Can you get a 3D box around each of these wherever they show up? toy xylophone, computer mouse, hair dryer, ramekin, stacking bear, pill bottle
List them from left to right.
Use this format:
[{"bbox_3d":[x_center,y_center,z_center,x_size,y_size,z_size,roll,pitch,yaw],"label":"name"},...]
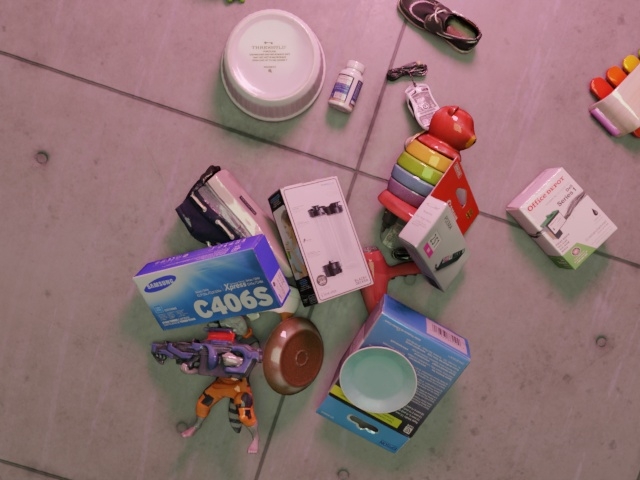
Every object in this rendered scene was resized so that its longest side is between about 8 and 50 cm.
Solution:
[{"bbox_3d":[-0.118,-0.438,1.452,0.272,0.127,0.273,0,93,-3],"label":"ramekin"},{"bbox_3d":[0.070,-0.391,1.493,0.067,0.067,0.120,22,91,-3],"label":"pill bottle"},{"bbox_3d":[0.198,0.077,1.512,0.223,0.080,0.294,32,92,-5],"label":"hair dryer"},{"bbox_3d":[0.250,-0.364,1.508,0.105,0.042,0.193,-19,80,-7],"label":"computer mouse"},{"bbox_3d":[0.276,-0.189,1.435,0.164,0.175,0.289,36,107,25],"label":"stacking bear"},{"bbox_3d":[0.870,-0.395,1.523,0.322,0.081,0.236,-39,93,-1],"label":"toy xylophone"}]

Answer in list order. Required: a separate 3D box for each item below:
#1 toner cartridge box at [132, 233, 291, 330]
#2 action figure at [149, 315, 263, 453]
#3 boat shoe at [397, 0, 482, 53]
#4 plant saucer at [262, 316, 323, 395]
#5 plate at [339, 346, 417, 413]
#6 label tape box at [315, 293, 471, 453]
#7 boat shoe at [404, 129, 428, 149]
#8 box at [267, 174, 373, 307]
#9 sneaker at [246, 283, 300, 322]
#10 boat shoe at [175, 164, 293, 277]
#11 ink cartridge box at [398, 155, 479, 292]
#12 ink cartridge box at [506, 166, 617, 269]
[{"bbox_3d":[-0.261,0.105,1.402,0.347,0.075,0.165,-14,113,24],"label":"toner cartridge box"},{"bbox_3d":[-0.263,0.334,1.487,0.341,0.178,0.331,7,89,29],"label":"action figure"},{"bbox_3d":[0.305,-0.567,1.493,0.233,0.079,0.084,32,92,-2],"label":"boat shoe"},{"bbox_3d":[-0.056,0.292,1.472,0.198,0.036,0.199,-3,94,-43],"label":"plant saucer"},{"bbox_3d":[0.140,0.334,1.422,0.188,0.024,0.188,3,110,7],"label":"plate"},{"bbox_3d":[0.179,0.344,1.494,0.249,0.115,0.348,29,114,-4],"label":"label tape box"},{"bbox_3d":[0.303,-0.267,1.512,0.170,0.059,0.063,-23,94,-1],"label":"boat shoe"},{"bbox_3d":[0.000,0.000,1.446,0.169,0.087,0.290,-17,85,-29],"label":"box"},{"bbox_3d":[-0.197,0.132,1.481,0.289,0.106,0.123,21,89,-5],"label":"sneaker"},{"bbox_3d":[-0.212,-0.015,1.483,0.158,0.127,0.341,-37,96,18],"label":"boat shoe"},{"bbox_3d":[0.314,-0.030,1.419,0.060,0.275,0.239,33,81,36],"label":"ink cartridge box"},{"bbox_3d":[0.620,-0.058,1.519,0.160,0.092,0.219,-45,94,-1],"label":"ink cartridge box"}]
